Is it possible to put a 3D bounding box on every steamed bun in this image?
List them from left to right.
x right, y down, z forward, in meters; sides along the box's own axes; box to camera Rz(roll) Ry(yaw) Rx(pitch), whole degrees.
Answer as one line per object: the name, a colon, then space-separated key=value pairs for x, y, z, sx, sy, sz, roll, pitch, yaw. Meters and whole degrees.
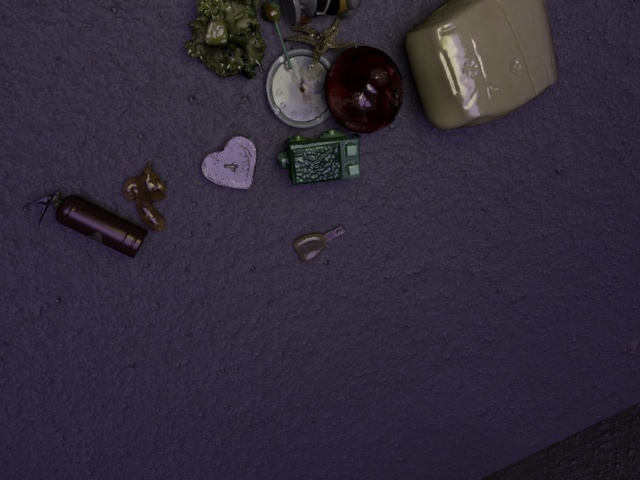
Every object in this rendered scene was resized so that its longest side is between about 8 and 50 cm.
steamed bun: x=0.471 y=-0.560 z=1.366 sx=0.456 sy=0.290 sz=0.371 roll=-26 pitch=106 yaw=-16

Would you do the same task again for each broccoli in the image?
broccoli: x=-0.249 y=-0.565 z=1.236 sx=0.263 sy=0.243 sz=0.247 roll=-32 pitch=111 yaw=13

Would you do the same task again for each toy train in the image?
toy train: x=0.000 y=-0.262 z=1.426 sx=0.272 sy=0.188 sz=0.159 roll=-8 pitch=112 yaw=-11

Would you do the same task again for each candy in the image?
candy: x=-0.122 y=-0.606 z=1.329 sx=0.061 sy=0.061 sz=0.202 roll=-19 pitch=95 yaw=-5

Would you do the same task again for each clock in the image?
clock: x=-0.058 y=-0.474 z=1.409 sx=0.236 sy=0.053 sz=0.236 roll=-4 pitch=106 yaw=-13

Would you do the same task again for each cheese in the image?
cheese: x=0.000 y=0.000 z=1.597 sx=0.192 sy=0.037 sz=0.097 roll=-30 pitch=113 yaw=-1

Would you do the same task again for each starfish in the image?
starfish: x=0.001 y=-0.595 z=1.346 sx=0.223 sy=0.217 sz=0.050 roll=13 pitch=148 yaw=13

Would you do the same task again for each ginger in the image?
ginger: x=-0.541 y=-0.128 z=1.430 sx=0.133 sy=0.059 sz=0.214 roll=-24 pitch=110 yaw=2

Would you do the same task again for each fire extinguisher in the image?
fire extinguisher: x=-0.728 y=-0.051 z=1.392 sx=0.344 sy=0.102 sz=0.138 roll=29 pitch=93 yaw=-19

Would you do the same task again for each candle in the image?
candle: x=-0.274 y=-0.237 z=1.442 sx=0.192 sy=0.068 sz=0.168 roll=-32 pitch=109 yaw=2

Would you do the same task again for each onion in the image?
onion: x=0.155 y=-0.465 z=1.360 sx=0.272 sy=0.195 sz=0.272 roll=-1 pitch=92 yaw=-25

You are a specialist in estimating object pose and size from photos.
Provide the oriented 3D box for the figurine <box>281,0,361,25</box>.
figurine: x=0.012 y=-0.701 z=1.293 sx=0.236 sy=0.176 sz=0.133 roll=-21 pitch=93 yaw=-11
